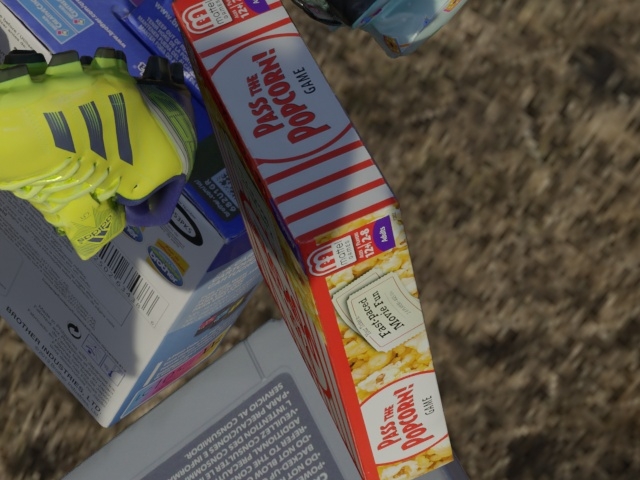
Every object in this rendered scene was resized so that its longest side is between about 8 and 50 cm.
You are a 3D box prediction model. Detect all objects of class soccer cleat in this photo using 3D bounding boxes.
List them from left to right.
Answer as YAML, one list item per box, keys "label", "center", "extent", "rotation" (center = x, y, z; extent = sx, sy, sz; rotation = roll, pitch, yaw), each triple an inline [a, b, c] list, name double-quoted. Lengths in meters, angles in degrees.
- label: "soccer cleat"
  center: [-0.139, -0.047, 1.074]
  extent: [0.093, 0.121, 0.289]
  rotation: [1, 3, 16]

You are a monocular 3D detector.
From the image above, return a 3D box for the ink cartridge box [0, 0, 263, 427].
- label: "ink cartridge box"
  center: [-0.155, -0.059, 1.511]
  extent: [0.270, 0.395, 0.151]
  rotation: [46, 55, 8]

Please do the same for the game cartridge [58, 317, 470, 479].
- label: "game cartridge"
  center: [-0.060, 0.174, 0.950]
  extent: [0.060, 0.294, 0.196]
  rotation: [43, 14, -43]

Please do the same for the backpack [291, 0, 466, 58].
- label: "backpack"
  center: [0.049, -0.218, 1.353]
  extent: [0.144, 0.188, 0.166]
  rotation: [42, 89, -15]

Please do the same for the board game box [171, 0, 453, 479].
- label: "board game box"
  center: [0.000, 0.000, 0.822]
  extent: [0.045, 0.193, 0.146]
  rotation: [-23, 52, -6]
